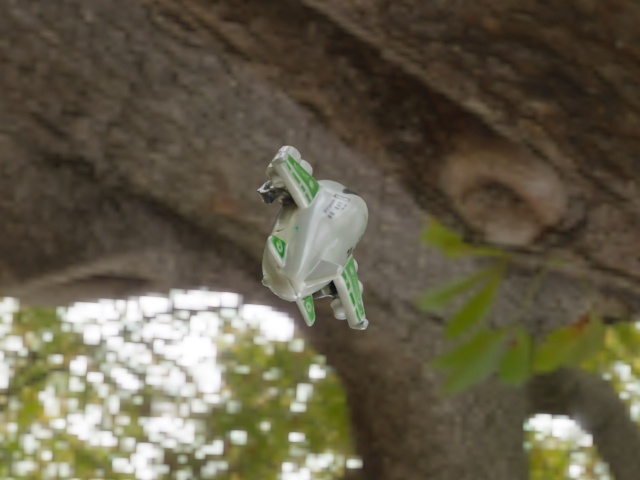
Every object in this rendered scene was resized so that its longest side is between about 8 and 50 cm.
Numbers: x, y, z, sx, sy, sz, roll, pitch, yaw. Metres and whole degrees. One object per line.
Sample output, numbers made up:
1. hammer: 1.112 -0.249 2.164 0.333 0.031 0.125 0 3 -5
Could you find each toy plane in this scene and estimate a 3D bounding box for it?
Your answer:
1. toy plane: -0.003 0.001 1.610 0.080 0.174 0.174 -18 -114 21
